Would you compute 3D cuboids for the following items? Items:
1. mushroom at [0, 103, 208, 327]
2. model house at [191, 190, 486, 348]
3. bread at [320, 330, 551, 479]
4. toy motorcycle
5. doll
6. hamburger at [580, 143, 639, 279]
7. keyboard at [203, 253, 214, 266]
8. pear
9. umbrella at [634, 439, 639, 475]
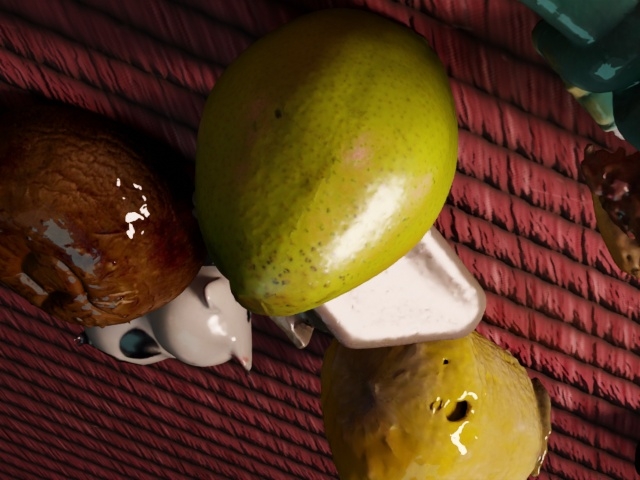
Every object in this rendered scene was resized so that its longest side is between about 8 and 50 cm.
[{"bbox_3d":[-0.208,-0.013,1.576,0.231,0.138,0.194,24,156,-11],"label":"mushroom"},{"bbox_3d":[-0.002,0.006,1.493,0.229,0.122,0.188,49,159,-25],"label":"model house"},{"bbox_3d":[0.096,0.151,1.663,0.197,0.197,0.170,-5,160,45],"label":"bread"},{"bbox_3d":[0.138,-0.131,0.904,0.296,0.109,0.198,56,-162,20],"label":"toy motorcycle"},{"bbox_3d":[-0.141,0.066,1.747,0.180,0.107,0.110,-4,132,36],"label":"doll"},{"bbox_3d":[0.328,0.007,1.176,0.282,0.245,0.155,-20,164,-25],"label":"hamburger"},{"bbox_3d":[-0.174,-0.002,1.708,0.195,0.018,0.060,2,132,37],"label":"keyboard"},{"bbox_3d":[-0.003,-0.044,1.248,0.187,0.220,0.187,20,158,8],"label":"pear"},{"bbox_3d":[0.437,0.257,1.731,0.326,0.094,0.090,23,149,-11],"label":"umbrella"}]
